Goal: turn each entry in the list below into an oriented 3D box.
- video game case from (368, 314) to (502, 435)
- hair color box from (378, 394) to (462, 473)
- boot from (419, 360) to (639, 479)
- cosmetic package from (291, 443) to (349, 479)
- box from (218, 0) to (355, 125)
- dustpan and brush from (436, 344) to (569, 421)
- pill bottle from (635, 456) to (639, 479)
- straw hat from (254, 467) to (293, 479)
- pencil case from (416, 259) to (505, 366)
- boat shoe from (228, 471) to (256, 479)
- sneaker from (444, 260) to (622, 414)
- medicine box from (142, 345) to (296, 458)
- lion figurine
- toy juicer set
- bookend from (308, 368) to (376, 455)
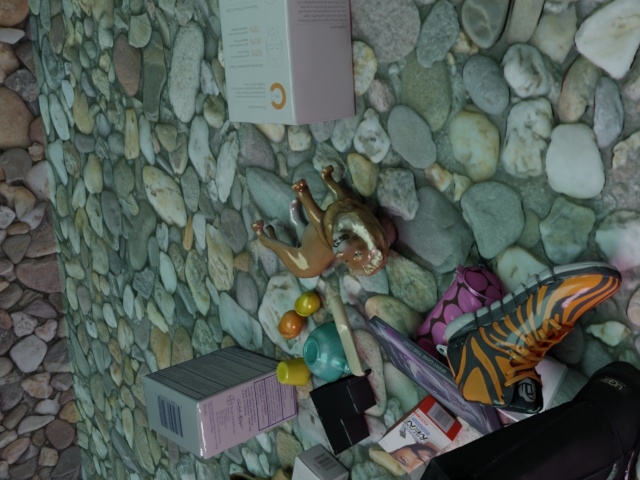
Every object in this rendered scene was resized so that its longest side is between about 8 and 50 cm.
[{"bbox_3d":[0.217,0.261,1.334,0.274,0.026,0.196,35,164,38],"label":"video game case"},{"bbox_3d":[0.200,0.395,1.447,0.093,0.053,0.167,43,135,9],"label":"hair color box"},{"bbox_3d":[0.301,0.399,1.038,0.146,0.445,0.367,24,120,43],"label":"boot"},{"bbox_3d":[-0.012,0.634,1.766,0.117,0.085,0.231,33,125,39],"label":"cosmetic package"},{"bbox_3d":[-0.070,-0.411,1.409,0.215,0.168,0.345,13,111,46],"label":"box"},{"bbox_3d":[0.305,0.230,1.250,0.211,0.060,0.147,30,125,27],"label":"dustpan and brush"},{"bbox_3d":[0.520,0.364,1.020,0.131,0.131,0.229,19,116,45],"label":"pill bottle"},{"bbox_3d":[-0.102,0.636,1.882,0.144,0.144,0.061,22,77,43],"label":"straw hat"},{"bbox_3d":[0.246,0.137,1.293,0.098,0.095,0.209,26,127,0],"label":"pencil case"},{"bbox_3d":[-0.165,0.713,1.955,0.302,0.109,0.098,0,104,55],"label":"boat shoe"},{"bbox_3d":[0.339,0.167,1.105,0.321,0.124,0.180,-39,44,40],"label":"sneaker"},{"bbox_3d":[-0.252,0.395,1.800,0.263,0.289,0.149,8,106,48],"label":"medicine box"},{"bbox_3d":[0.000,0.000,1.520,0.240,0.142,0.392,60,153,5],"label":"lion figurine"},{"bbox_3d":[0.011,0.214,1.608,0.329,0.089,0.209,-23,67,53],"label":"toy juicer set"},{"bbox_3d":[0.071,0.384,1.592,0.157,0.072,0.156,-32,79,49],"label":"bookend"}]
